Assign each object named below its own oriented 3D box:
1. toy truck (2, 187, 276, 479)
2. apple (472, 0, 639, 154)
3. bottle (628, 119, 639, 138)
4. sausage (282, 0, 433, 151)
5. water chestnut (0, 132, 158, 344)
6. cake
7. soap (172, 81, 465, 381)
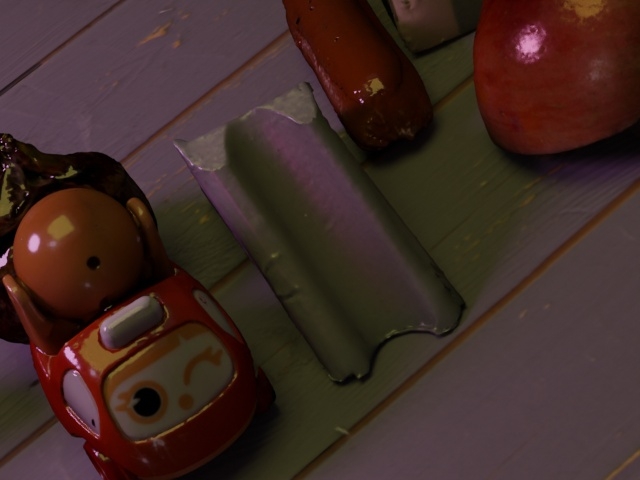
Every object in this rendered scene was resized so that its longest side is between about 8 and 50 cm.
[{"bbox_3d":[-0.183,0.085,1.631,0.189,0.239,0.265,-34,55,-14],"label":"toy truck"},{"bbox_3d":[0.257,-0.241,1.761,0.251,0.163,0.293,-12,35,41],"label":"apple"},{"bbox_3d":[0.356,-0.161,1.748,0.053,0.053,0.140,18,58,41],"label":"bottle"},{"bbox_3d":[0.032,-0.213,1.956,0.102,0.102,0.330,-28,41,1],"label":"sausage"},{"bbox_3d":[-0.291,-0.003,1.824,0.223,0.238,0.224,-23,31,15],"label":"water chestnut"},{"bbox_3d":[0.129,-0.325,2.048,0.158,0.172,0.283,-22,8,-2],"label":"cake"},{"bbox_3d":[0.000,0.000,1.795,0.159,0.258,0.302,-32,85,-5],"label":"soap"}]
